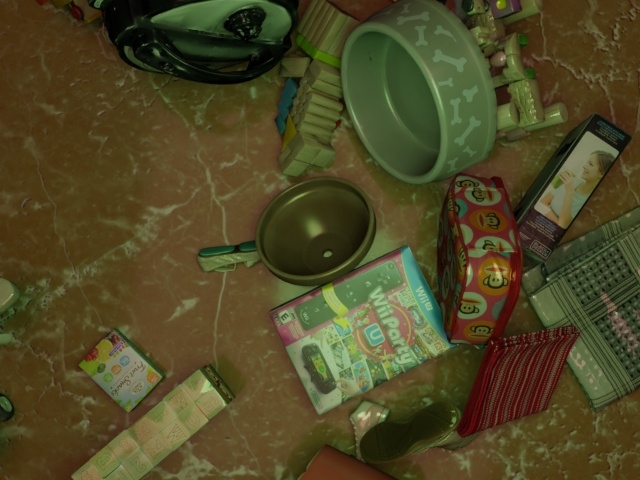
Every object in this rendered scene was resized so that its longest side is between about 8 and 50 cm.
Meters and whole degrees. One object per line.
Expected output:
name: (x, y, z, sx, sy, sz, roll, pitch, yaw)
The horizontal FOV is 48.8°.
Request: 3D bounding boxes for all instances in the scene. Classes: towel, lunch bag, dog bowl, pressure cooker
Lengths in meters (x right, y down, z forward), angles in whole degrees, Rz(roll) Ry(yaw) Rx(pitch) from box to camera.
towel: (0.599, 0.129, 1.414, 0.312, 0.056, 0.324, -30, 85, -2)
lunch bag: (0.277, 0.047, 1.305, 0.120, 0.258, 0.293, 5, 44, -1)
dog bowl: (0.161, -0.259, 1.282, 0.102, 0.349, 0.348, -28, 86, -22)
pressure cooker: (-0.236, -0.492, 1.307, 0.370, 0.375, 0.420, -14, 85, -3)
towel: (0.370, 0.258, 1.305, 0.275, 0.031, 0.198, -2, 116, -40)

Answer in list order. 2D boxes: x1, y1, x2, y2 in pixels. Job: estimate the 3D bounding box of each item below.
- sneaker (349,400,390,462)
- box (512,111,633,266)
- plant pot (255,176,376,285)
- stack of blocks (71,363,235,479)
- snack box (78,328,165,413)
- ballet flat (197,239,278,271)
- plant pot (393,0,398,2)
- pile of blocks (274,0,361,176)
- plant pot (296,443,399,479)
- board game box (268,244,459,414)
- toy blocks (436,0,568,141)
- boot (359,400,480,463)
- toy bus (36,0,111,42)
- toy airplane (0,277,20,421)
sneaker: (0.083, 0.382, 1.405, 0.070, 0.051, 0.134, 23, 93, 15)
box: (0.464, -0.093, 1.377, 0.087, 0.169, 0.290, 36, 88, 5)
plant pot: (0.000, 0.000, 1.378, 0.237, 0.109, 0.237, -9, 53, 13)
stack of blocks: (-0.306, 0.365, 1.346, 0.297, 0.171, 0.087, -40, 87, -3)
snack box: (-0.398, 0.261, 1.420, 0.141, 0.037, 0.100, 43, 88, 3)
ballet flat: (-0.166, 0.033, 1.436, 0.168, 0.057, 0.052, -7, 114, 3)
plant pot: (0.162, -0.645, 1.410, 0.212, 0.212, 0.187, 40, 74, 3)
pile of blocks: (-0.003, -0.305, 1.440, 0.113, 0.149, 0.362, 11, 97, -41)
plant pot: (0.050, 0.527, 1.299, 0.243, 0.275, 0.275, 33, 87, 12)
board game box: (0.082, 0.172, 1.396, 0.303, 0.097, 0.224, -26, 86, -2)
toy blocks: (0.273, -0.316, 1.356, 0.260, 0.309, 0.288, -10, 94, 42)
boot: (0.197, 0.378, 1.357, 0.213, 0.165, 0.077, -31, 58, 22)
toy bus: (-0.509, -0.519, 1.444, 0.104, 0.191, 0.202, 2, 83, 44)
toy airplane: (-0.775, 0.235, 1.308, 0.384, 0.272, 0.386, 10, 86, 2)
